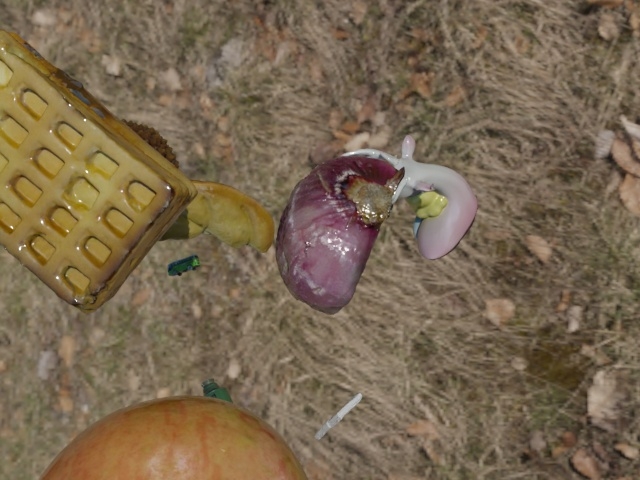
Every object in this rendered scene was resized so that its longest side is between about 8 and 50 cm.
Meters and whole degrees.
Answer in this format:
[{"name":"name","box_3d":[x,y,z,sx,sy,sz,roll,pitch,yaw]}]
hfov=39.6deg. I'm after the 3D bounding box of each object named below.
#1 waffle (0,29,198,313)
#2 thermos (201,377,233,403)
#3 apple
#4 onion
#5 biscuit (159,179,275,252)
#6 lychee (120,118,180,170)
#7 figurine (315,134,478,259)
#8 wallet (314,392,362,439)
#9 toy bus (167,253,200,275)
[{"name":"waffle","box_3d":[-0.345,-0.088,1.133,0.224,0.327,0.098,-50,-3,8]},{"name":"thermos","box_3d":[-0.229,0.409,2.065,0.073,0.083,0.188,-41,63,24]},{"name":"apple","box_3d":[-0.168,0.351,1.028,0.364,0.364,0.364,-16,70,54]},{"name":"onion","box_3d":[0.000,0.000,1.501,0.267,0.159,0.349,-65,2,-32]},{"name":"biscuit","box_3d":[-0.240,-0.056,1.998,0.045,0.299,0.154,-117,37,-59]},{"name":"lychee","box_3d":[-0.384,-0.094,1.641,0.267,0.267,0.267,-16,70,54]},{"name":"figurine","box_3d":[0.170,-0.081,1.982,0.284,0.315,0.206,-30,42,21]},{"name":"wallet","box_3d":[0.021,0.208,1.051,0.011,0.044,0.083,46,145,8]},{"name":"toy bus","box_3d":[-0.345,0.065,2.240,0.083,0.031,0.037,-20,78,15]}]
